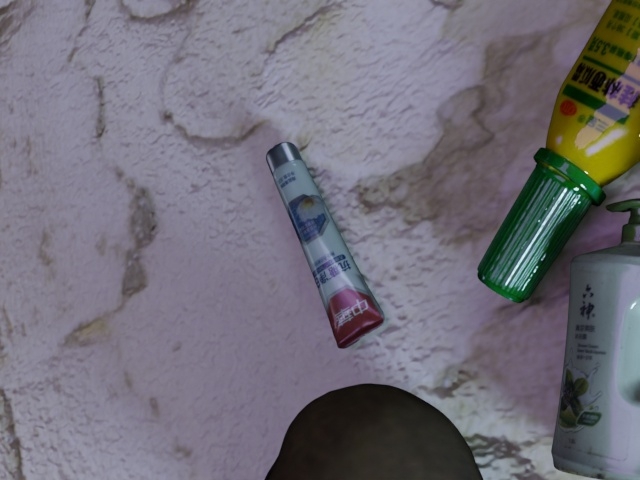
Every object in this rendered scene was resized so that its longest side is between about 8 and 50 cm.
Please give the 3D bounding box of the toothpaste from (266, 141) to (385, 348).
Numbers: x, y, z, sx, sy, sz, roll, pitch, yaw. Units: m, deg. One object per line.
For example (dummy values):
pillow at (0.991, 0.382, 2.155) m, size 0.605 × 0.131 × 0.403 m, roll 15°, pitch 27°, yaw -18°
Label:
toothpaste at (0.000, 0.000, 1.095) m, size 0.062 × 0.039 × 0.239 m, roll -33°, pitch 65°, yaw 20°

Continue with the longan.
longan at (0.036, 0.259, 0.907) m, size 0.246 × 0.215 × 0.246 m, roll -17°, pitch 51°, yaw 22°

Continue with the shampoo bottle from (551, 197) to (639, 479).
shampoo bottle at (0.259, 0.080, 0.853) m, size 0.118 × 0.087 × 0.234 m, roll 2°, pitch 82°, yaw 40°

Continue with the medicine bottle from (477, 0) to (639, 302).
medicine bottle at (0.238, -0.083, 0.908) m, size 0.111 × 0.076 × 0.309 m, roll 42°, pitch 108°, yaw 47°
